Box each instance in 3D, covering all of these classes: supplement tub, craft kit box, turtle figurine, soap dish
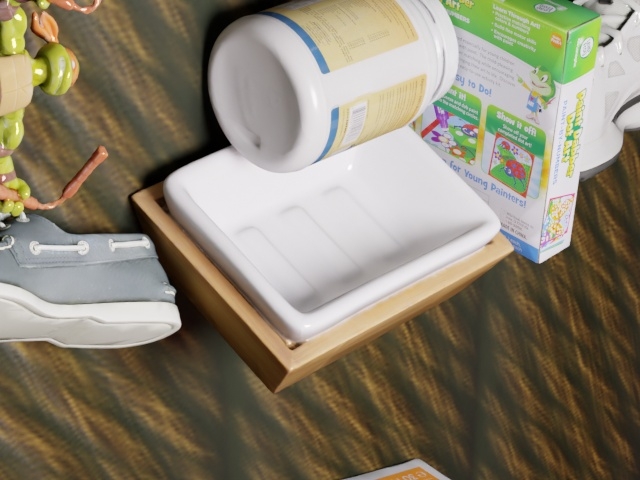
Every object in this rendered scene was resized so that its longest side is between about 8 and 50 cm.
[{"bbox_3d":[0.014,-0.154,1.579,0.200,0.144,0.144,-24,131,-38],"label":"supplement tub"},{"bbox_3d":[0.140,-0.139,1.652,0.061,0.250,0.246,-29,135,-35],"label":"craft kit box"},{"bbox_3d":[-0.265,-0.129,1.320,0.217,0.087,0.269,-16,134,-34],"label":"turtle figurine"},{"bbox_3d":[0.000,0.000,1.616,0.291,0.229,0.118,-26,152,-36],"label":"soap dish"}]

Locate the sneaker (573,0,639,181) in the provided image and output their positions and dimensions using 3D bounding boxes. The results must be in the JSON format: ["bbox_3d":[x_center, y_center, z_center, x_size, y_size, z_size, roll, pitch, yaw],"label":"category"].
[{"bbox_3d":[0.278,-0.229,1.860,0.447,0.169,0.257,-27,125,-47],"label":"sneaker"}]

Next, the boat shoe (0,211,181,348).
[{"bbox_3d":[-0.254,0.027,1.461,0.319,0.116,0.099,9,64,-45],"label":"boat shoe"}]

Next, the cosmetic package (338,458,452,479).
[{"bbox_3d":[0.178,0.429,1.916,0.230,0.453,0.161,-7,120,-48],"label":"cosmetic package"}]
